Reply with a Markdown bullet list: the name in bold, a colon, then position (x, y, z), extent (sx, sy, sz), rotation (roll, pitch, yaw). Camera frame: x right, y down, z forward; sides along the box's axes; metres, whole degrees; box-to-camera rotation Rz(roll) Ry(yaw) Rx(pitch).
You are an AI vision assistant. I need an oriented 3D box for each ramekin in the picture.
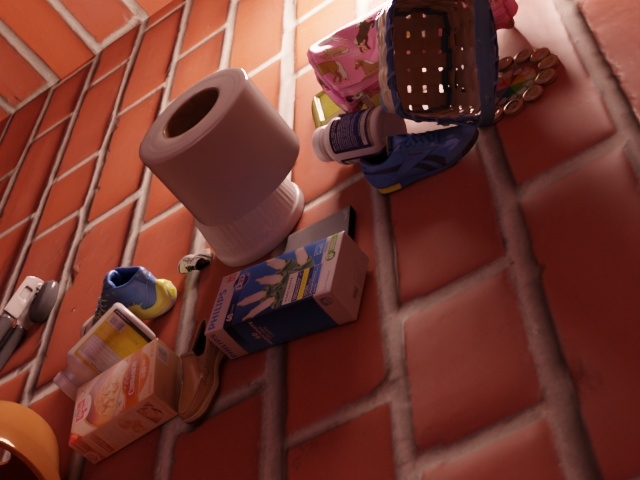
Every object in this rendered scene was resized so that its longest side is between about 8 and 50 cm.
- **ramekin**: position (-0.143, -0.061, 1.869), extent (0.207, 0.109, 0.207), rotation (-29, 33, 20)

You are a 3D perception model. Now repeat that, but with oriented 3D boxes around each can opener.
- **can opener**: position (-0.678, 0.197, 2.175), extent (0.095, 0.076, 0.283), rotation (-9, 44, 44)

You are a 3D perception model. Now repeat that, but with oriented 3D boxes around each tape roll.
- **tape roll**: position (-0.182, -0.170, 1.779), extent (0.246, 0.169, 0.246), rotation (-28, 33, 20)

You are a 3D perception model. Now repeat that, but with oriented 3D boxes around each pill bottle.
- **pill bottle**: position (0.067, -0.190, 1.811), extent (0.169, 0.094, 0.094), rotation (-8, 44, 43)
- **pill bottle**: position (-0.399, 0.211, 1.810), extent (0.184, 0.103, 0.103), rotation (-47, 31, -11)

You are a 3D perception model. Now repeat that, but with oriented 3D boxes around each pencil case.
- **pencil case**: position (0.169, -0.381, 1.842), extent (0.386, 0.167, 0.160), rotation (-30, -7, 4)

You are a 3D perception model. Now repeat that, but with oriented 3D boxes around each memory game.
- **memory game**: position (0.326, -0.270, 1.703), extent (0.186, 0.012, 0.186), rotation (-29, 32, 21)

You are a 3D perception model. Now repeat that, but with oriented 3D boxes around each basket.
- **basket**: position (0.204, -0.313, 1.619), extent (0.201, 0.254, 0.289), rotation (-4, 7, -14)

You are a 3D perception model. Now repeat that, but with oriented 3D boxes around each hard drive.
- **hard drive**: position (0.000, 0.000, 1.711), extent (0.135, 0.022, 0.094), rotation (-26, 33, 24)

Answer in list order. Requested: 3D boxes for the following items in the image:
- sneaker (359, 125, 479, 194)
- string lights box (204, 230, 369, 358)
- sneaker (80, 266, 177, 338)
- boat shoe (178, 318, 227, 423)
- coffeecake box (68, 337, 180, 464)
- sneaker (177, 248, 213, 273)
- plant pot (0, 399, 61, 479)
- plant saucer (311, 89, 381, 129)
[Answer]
- **sneaker**: position (0.164, -0.153, 1.668), extent (0.209, 0.082, 0.069), rotation (-25, 32, 23)
- **string lights box**: position (-0.055, 0.092, 1.599), extent (0.260, 0.077, 0.133), rotation (-21, 37, 31)
- **sneaker**: position (-0.399, 0.114, 1.914), extent (0.240, 0.126, 0.091), rotation (-27, 33, 22)
- **boat shoe**: position (-0.205, 0.210, 1.619), extent (0.068, 0.072, 0.190), rotation (-23, 35, 28)
- **coffeecake box**: position (-0.333, 0.274, 1.687), extent (0.185, 0.068, 0.142), rotation (-33, 32, 15)
- **sneaker**: position (-0.247, 0.046, 1.924), extent (0.083, 0.032, 0.037), rotation (-29, 32, 21)
- **plant pot**: position (-0.547, 0.392, 1.598), extent (0.291, 0.291, 0.203), rotation (-36, 14, 9)
- **plant saucer**: position (0.057, -0.287, 1.999), extent (0.188, 0.045, 0.188), rotation (-33, 31, 13)
